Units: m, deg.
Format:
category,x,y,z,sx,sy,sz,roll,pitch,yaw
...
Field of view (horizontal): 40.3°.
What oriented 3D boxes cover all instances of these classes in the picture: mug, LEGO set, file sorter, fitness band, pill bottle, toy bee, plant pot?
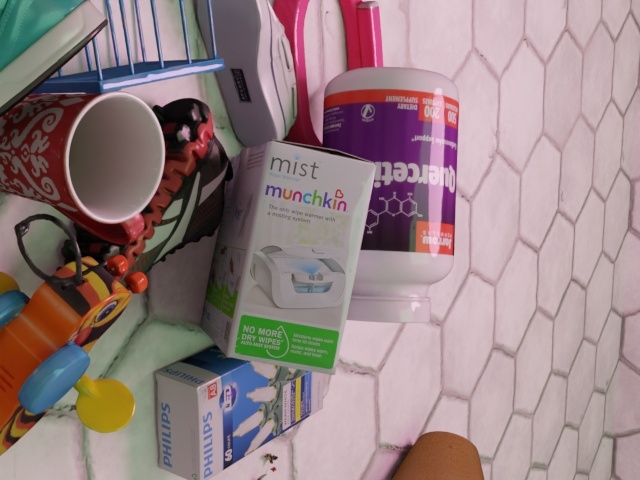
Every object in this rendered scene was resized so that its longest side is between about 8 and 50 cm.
category,x,y,z,sx,sy,sz,roll,pitch,yaw
mug,-0.242,-0.065,0.797,0.113,0.169,0.150,-22,117,-52
LEGO set,-0.084,0.352,1.275,0.054,0.023,0.083,64,35,-44
file sorter,-0.201,-0.209,0.869,0.170,0.118,0.104,-27,116,-50
fitness band,0.014,-0.245,1.231,0.209,0.054,0.291,-30,121,-49
pill bottle,0.089,-0.056,1.157,0.181,0.181,0.323,5,86,-56
toy bee,-0.230,0.087,0.807,0.195,0.298,0.162,60,33,-2
plant pot,0.211,0.487,1.585,0.254,0.237,0.237,-69,147,-41

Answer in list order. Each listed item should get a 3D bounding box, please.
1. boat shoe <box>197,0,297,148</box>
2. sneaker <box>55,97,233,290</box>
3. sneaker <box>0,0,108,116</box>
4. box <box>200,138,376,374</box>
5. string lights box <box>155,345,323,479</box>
category,x,y,z,sx,sy,sz,roll,pitch,yaw
boat shoe,-0.082,-0.235,1.073,0.084,0.095,0.258,-52,148,-41
sneaker,-0.180,-0.021,0.963,0.135,0.097,0.276,55,52,-44
sneaker,-0.336,-0.150,0.683,0.295,0.124,0.178,-42,107,-11
box,-0.051,0.014,1.014,0.126,0.262,0.231,12,88,-14
string lights box,-0.100,0.201,1.157,0.259,0.076,0.133,-21,116,-52
